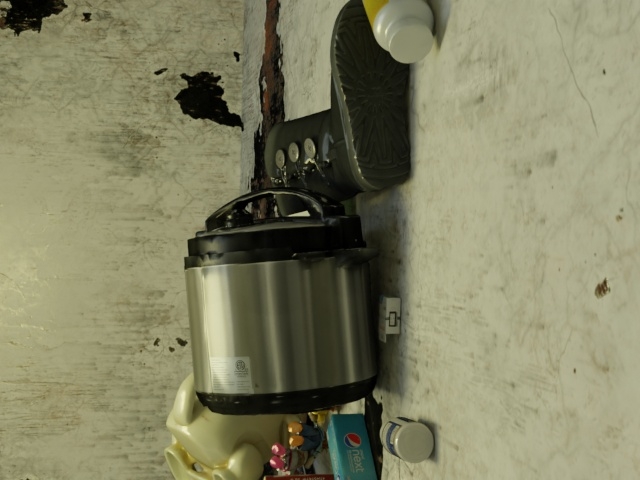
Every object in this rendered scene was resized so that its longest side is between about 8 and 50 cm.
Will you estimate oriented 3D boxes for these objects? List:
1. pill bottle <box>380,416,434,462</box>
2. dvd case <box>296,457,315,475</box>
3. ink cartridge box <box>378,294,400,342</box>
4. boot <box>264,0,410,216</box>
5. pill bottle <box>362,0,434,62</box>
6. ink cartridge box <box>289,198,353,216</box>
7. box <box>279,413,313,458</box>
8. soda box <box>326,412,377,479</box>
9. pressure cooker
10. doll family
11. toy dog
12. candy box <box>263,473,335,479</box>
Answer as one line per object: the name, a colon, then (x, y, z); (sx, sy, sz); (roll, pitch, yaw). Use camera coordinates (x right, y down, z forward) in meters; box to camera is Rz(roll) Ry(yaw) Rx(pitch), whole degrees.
pill bottle: (0.140, 0.332, 1.527); (0.120, 0.067, 0.067); (162, 109, -76)
dvd case: (-0.056, 0.620, 2.439); (0.238, 0.030, 0.179); (-112, 27, -58)
ink cartridge box: (0.127, 0.145, 1.682); (0.048, 0.028, 0.083); (-164, 76, -78)
boot: (0.017, -0.249, 1.818); (0.445, 0.146, 0.367); (168, 102, -69)
pill bottle: (0.133, -0.381, 1.538); (0.184, 0.103, 0.103); (-101, 18, -44)
ink cartridge box: (0.000, 0.000, 2.031); (0.171, 0.056, 0.235); (-20, 67, 45)
box: (-0.062, 0.493, 2.403); (0.201, 0.021, 0.164); (144, 133, -66)
soda box: (0.065, 0.453, 1.830); (0.067, 0.071, 0.210); (103, 163, -44)
pressure cooker: (-0.076, 0.106, 1.769); (0.375, 0.370, 0.420); (167, 97, -83)
doll family: (-0.020, 0.417, 2.064); (0.163, 0.118, 0.263); (33, -119, -63)
toy dog: (-0.175, 0.404, 2.209); (0.284, 0.408, 0.395); (0, 121, 48)
candy box: (-0.051, 0.669, 2.068); (0.087, 0.183, 0.316); (-106, 21, -54)
